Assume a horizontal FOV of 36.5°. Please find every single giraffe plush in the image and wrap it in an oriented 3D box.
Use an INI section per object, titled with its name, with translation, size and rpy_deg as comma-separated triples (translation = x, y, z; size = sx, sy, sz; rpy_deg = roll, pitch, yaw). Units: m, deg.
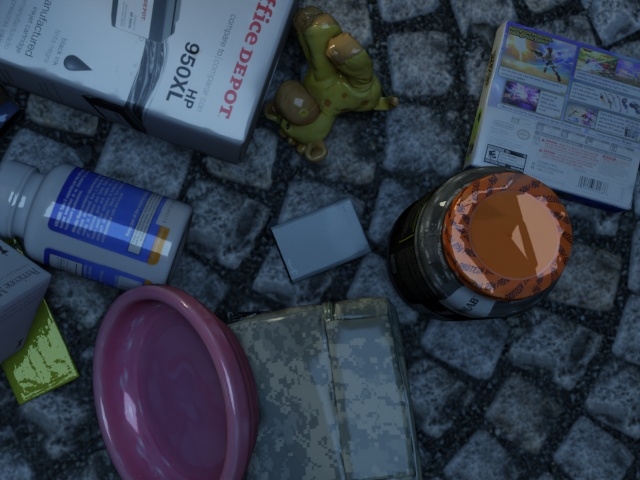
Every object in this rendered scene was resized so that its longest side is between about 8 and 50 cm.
[giraffe plush]
translation = -0.004, -0.226, 1.486
size = 0.170, 0.181, 0.210
rpy_deg = -41, 125, 1

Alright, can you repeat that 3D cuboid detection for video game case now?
[video game case]
translation = 0.388, -0.196, 1.560
size = 0.270, 0.061, 0.244
rpy_deg = 15, 84, -5

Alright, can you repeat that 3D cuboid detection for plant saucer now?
[plant saucer]
translation = -0.197, 0.222, 1.353
size = 0.084, 0.332, 0.332
rpy_deg = -9, 84, -44

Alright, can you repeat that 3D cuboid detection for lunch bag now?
[lunch bag]
translation = -0.004, 0.236, 1.390
size = 0.256, 0.212, 0.305
rpy_deg = -7, 78, -2

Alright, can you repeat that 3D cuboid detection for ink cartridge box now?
[ink cartridge box]
translation = -0.254, -0.318, 1.444
size = 0.395, 0.166, 0.285
rpy_deg = 19, 83, -5

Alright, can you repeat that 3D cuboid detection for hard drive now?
[hard drive]
translation = 0.000, 0.000, 1.514
size = 0.135, 0.022, 0.094
rpy_deg = -22, 87, -8

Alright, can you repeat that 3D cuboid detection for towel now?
[towel]
translation = -0.453, 0.118, 1.452
size = 0.102, 0.021, 0.237
rpy_deg = -25, 88, -3

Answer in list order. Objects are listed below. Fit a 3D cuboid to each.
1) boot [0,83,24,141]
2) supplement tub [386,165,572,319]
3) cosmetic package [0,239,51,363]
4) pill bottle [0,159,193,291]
[boot]
translation = -0.541, -0.153, 1.437
size = 0.106, 0.082, 0.219
rpy_deg = 34, 79, 0
[supplement tub]
translation = 0.220, 0.010, 1.379
size = 0.207, 0.338, 0.207
rpy_deg = 1, 85, -6
[cosmetic package]
translation = -0.506, 0.081, 1.341
size = 0.184, 0.151, 0.151
rpy_deg = 32, 119, 7
[pill bottle]
translation = -0.336, -0.023, 1.412
size = 0.272, 0.152, 0.152
rpy_deg = 19, 82, -4
